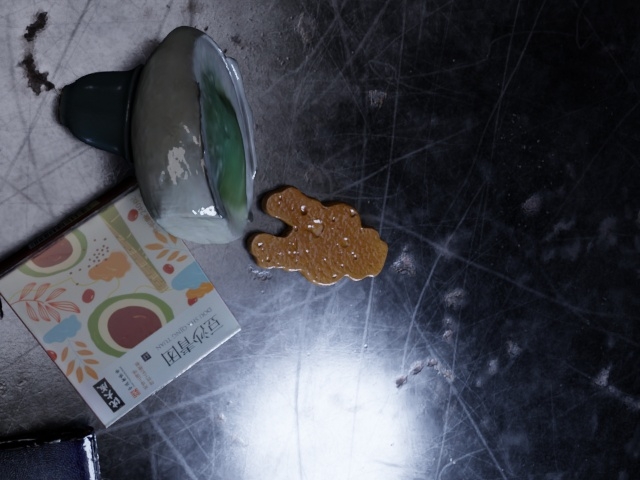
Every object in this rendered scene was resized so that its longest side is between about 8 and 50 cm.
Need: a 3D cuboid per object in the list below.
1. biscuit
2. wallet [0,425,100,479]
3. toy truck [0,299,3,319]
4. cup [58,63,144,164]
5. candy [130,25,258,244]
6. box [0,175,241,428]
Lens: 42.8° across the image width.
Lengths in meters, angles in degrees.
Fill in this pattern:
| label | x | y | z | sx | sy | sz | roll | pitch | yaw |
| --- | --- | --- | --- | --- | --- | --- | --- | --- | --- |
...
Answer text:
| label | x | y | z | sx | sy | sz | roll | pitch | yaw |
| --- | --- | --- | --- | --- | --- | --- | --- | --- | --- |
| biscuit | 0.000 | 0.000 | 1.871 | 0.334 | 0.047 | 0.201 | 16 | 92 | -22 |
| wallet | -0.590 | 0.508 | 1.688 | 0.262 | 0.071 | 0.220 | -7 | 104 | -18 |
| toy truck | -0.728 | 0.075 | 1.545 | 0.135 | 0.114 | 0.270 | -44 | 108 | -7 |
| cup | -0.430 | -0.256 | 1.602 | 0.150 | 0.199 | 0.199 | 7 | 94 | -3 |
| candy | -0.251 | -0.205 | 1.608 | 0.186 | 0.386 | 0.426 | -1 | 90 | 15 |
| box | -0.413 | 0.121 | 1.673 | 0.345 | 0.122 | 0.385 | -37 | 109 | -15 |
